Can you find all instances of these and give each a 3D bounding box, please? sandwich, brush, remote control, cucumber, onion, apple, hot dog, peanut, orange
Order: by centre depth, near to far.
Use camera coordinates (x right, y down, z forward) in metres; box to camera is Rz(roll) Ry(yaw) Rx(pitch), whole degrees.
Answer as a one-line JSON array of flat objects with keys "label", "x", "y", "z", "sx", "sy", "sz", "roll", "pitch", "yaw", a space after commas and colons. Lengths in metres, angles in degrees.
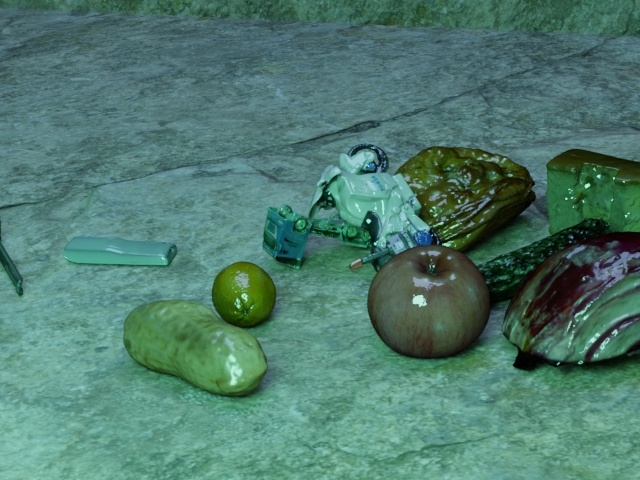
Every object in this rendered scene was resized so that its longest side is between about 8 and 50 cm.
[{"label": "peanut", "x": -0.149, "y": 0.124, "z": 1.385, "sx": 0.100, "sy": 0.099, "sz": 0.214, "roll": -21, "pitch": 28, "yaw": -39}, {"label": "apple", "x": 0.133, "y": 0.073, "z": 1.439, "sx": 0.154, "sy": 0.120, "sz": 0.153, "roll": 1, "pitch": 30, "yaw": 0}, {"label": "onion", "x": 0.361, "y": 0.049, "z": 1.457, "sx": 0.315, "sy": 0.146, "sz": 0.280, "roll": -11, "pitch": 19, "yaw": -11}, {"label": "orange", "x": -0.100, "y": 0.072, "z": 1.525, "sx": 0.085, "sy": 0.085, "sz": 0.095, "roll": -2, "pitch": 28, "yaw": 0}, {"label": "cucumber", "x": 0.277, "y": 0.039, "z": 1.595, "sx": 0.294, "sy": 0.067, "sz": 0.067, "roll": -20, "pitch": 27, "yaw": -28}, {"label": "sandwich", "x": 0.458, "y": -0.055, "z": 1.733, "sx": 0.236, "sy": 0.122, "sz": 0.128, "roll": 14, "pitch": 25, "yaw": 35}, {"label": "brush", "x": -0.471, "y": 0.018, "z": 1.753, "sx": 0.027, "sy": 0.062, "sz": 0.266, "roll": -6, "pitch": 26, "yaw": -26}, {"label": "remote control", "x": -0.300, "y": 0.014, "z": 1.764, "sx": 0.162, "sy": 0.029, "sz": 0.061, "roll": 1, "pitch": 23, "yaw": 8}, {"label": "hot dog", "x": 0.207, "y": -0.062, "z": 1.783, "sx": 0.196, "sy": 0.122, "sz": 0.272, "roll": 22, "pitch": 29, "yaw": 33}]

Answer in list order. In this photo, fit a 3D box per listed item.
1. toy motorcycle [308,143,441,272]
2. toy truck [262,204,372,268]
[{"label": "toy motorcycle", "x": 0.068, "y": -0.033, "z": 1.643, "sx": 0.150, "sy": 0.102, "sz": 0.221, "roll": -23, "pitch": 67, "yaw": -19}, {"label": "toy truck", "x": 0.000, "y": 0.000, "z": 1.735, "sx": 0.175, "sy": 0.081, "sz": 0.067, "roll": 8, "pitch": 16, "yaw": -29}]
